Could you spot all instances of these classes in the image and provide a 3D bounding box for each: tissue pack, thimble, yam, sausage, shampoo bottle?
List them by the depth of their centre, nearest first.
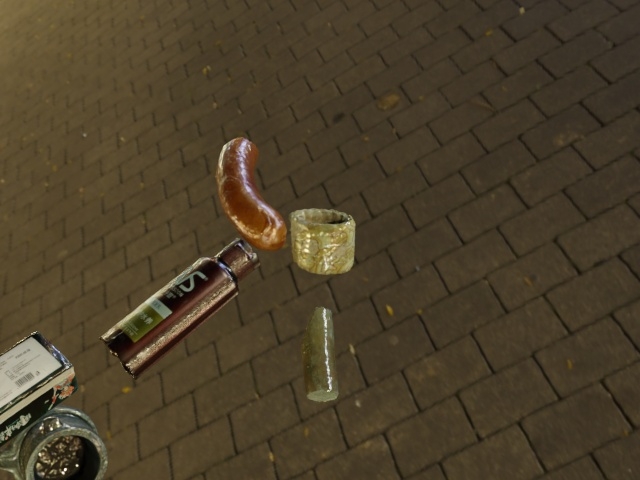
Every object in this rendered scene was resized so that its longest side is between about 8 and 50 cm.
[{"bbox_3d":[-0.473,0.232,1.030,0.103,0.090,0.170,36,47,21],"label":"tissue pack"},{"bbox_3d":[-0.140,-0.090,1.260,0.103,0.076,0.302,-3,41,-17],"label":"sausage"},{"bbox_3d":[-0.257,0.119,1.287,0.323,0.084,0.129,-40,41,-21],"label":"shampoo bottle"},{"bbox_3d":[0.000,0.000,1.804,0.190,0.143,0.137,10,26,18],"label":"thimble"},{"bbox_3d":[-0.004,0.329,1.957,0.106,0.106,0.259,-16,64,23],"label":"yam"}]

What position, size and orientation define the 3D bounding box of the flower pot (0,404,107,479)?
[{"bbox_3d":[-0.833,0.659,2.092,0.299,0.299,0.283,-55,26,-17],"label":"flower pot"}]
